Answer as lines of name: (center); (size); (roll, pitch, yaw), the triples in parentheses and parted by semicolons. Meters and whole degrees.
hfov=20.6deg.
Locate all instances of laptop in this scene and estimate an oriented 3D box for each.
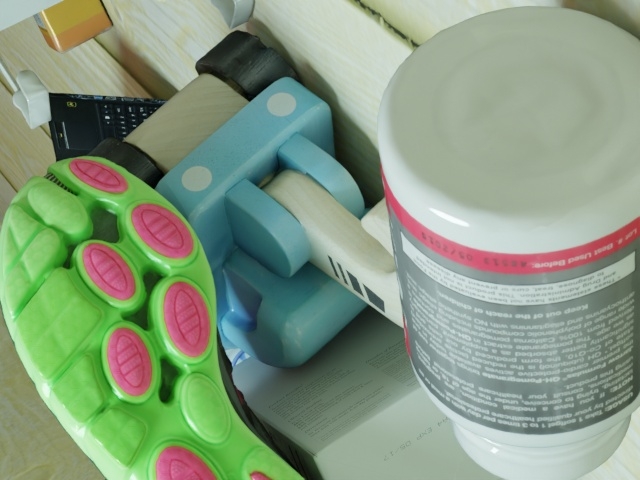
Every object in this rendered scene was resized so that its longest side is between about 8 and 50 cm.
laptop: (-0.199, -0.060, 2.124); (0.234, 0.264, 0.137); (96, 177, -65)

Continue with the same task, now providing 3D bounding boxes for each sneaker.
sneaker: (-0.134, 0.158, 1.491); (0.483, 0.185, 0.202); (62, 159, 4)

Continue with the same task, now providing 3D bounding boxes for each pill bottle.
pill bottle: (0.136, 0.021, 1.119); (0.176, 0.176, 0.318); (49, 162, 35)

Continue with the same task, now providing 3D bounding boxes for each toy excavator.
toy excavator: (0.000, 0.000, 1.557); (0.445, 0.222, 0.433); (37, 156, 24)

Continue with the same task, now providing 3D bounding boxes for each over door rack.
over door rack: (-0.246, -0.252, 1.709); (0.324, 0.239, 0.108); (51, 161, 32)

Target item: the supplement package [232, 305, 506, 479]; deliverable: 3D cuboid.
supplement package: (0.061, 0.192, 1.641); (0.198, 0.199, 0.262); (65, 163, -19)

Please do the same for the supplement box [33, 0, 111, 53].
supplement box: (-0.344, -0.350, 2.159); (0.233, 0.078, 0.080); (66, 167, -23)

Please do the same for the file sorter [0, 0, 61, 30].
file sorter: (-0.383, -0.351, 1.912); (0.173, 0.277, 0.193); (49, 162, 47)

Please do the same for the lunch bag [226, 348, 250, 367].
lunch bag: (-0.018, 0.158, 1.882); (0.090, 0.176, 0.219); (34, 151, 58)
